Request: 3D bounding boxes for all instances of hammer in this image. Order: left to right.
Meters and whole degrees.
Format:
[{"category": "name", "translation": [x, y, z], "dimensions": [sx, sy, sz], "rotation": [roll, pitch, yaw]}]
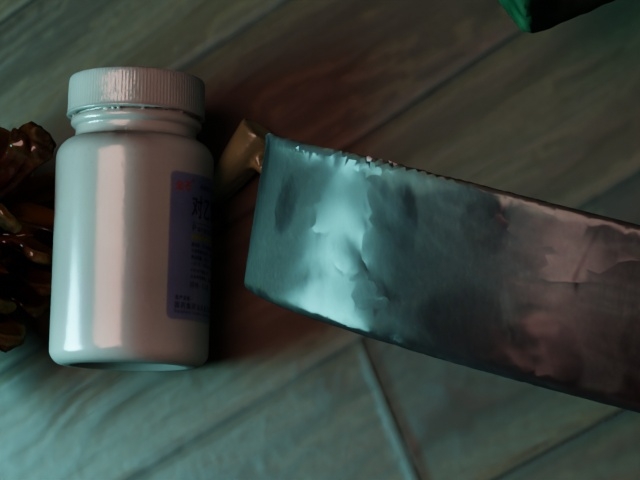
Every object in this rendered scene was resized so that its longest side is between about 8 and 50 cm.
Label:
[{"category": "hammer", "translation": [0.000, 0.000, 1.168], "dimensions": [0.195, 0.028, 0.060], "rotation": [42, 108, 30]}]

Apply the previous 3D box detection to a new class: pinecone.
[{"category": "pinecone", "translation": [-0.259, -0.001, 1.233], "dimensions": [0.185, 0.168, 0.212], "rotation": [44, 89, 1]}]

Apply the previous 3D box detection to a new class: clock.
[{"category": "clock", "translation": [0.150, 0.031, 0.865], "dimensions": [0.386, 0.386, 0.076], "rotation": [15, 92, 32]}]

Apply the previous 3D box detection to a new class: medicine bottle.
[{"category": "medicine bottle", "translation": [-0.120, -0.012, 1.184], "dimensions": [0.103, 0.103, 0.186], "rotation": [-4, 80, 29]}]

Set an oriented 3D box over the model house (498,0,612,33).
[{"category": "model house", "translation": [0.097, -0.330, 1.051], "dimensions": [0.342, 0.335, 0.382], "rotation": [-48, 63, 22]}]
